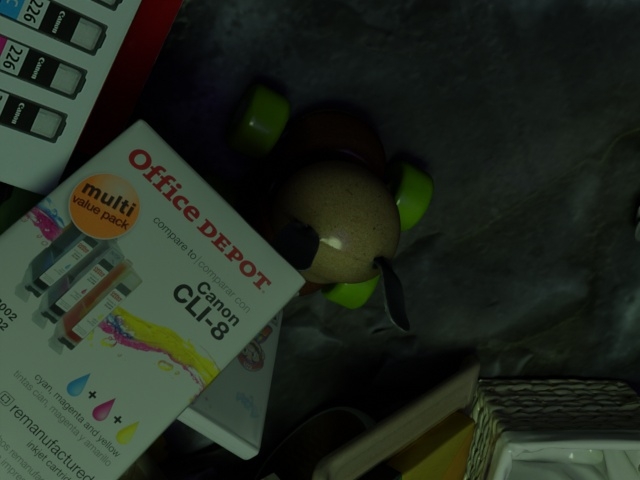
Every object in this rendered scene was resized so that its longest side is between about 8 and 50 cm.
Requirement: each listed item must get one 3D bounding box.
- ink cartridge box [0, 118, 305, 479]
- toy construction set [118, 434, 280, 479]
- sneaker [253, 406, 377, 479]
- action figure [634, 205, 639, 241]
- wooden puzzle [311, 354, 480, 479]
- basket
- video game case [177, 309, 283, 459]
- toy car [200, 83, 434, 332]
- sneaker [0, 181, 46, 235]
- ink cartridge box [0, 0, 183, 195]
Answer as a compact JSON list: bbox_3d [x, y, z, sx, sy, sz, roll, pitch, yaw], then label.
[{"bbox_3d":[-0.120,0.048,0.467,0.128,0.127,0.176,44,70,-1],"label":"ink cartridge box"},{"bbox_3d":[-0.136,0.186,0.646,0.237,0.257,0.308,-17,116,-32],"label":"toy construction set"},{"bbox_3d":[-0.006,0.275,0.773,0.123,0.106,0.290,11,110,-49],"label":"sneaker"},{"bbox_3d":[0.336,0.018,0.643,0.185,0.284,0.099,-5,163,33],"label":"action figure"},{"bbox_3d":[0.062,0.230,0.692,0.239,0.044,0.220,-25,129,-48],"label":"wooden puzzle"},{"bbox_3d":[0.213,0.193,0.750,0.167,0.103,0.113,3,115,-10],"label":"basket"},{"bbox_3d":[-0.096,0.062,0.612,0.157,0.143,0.019,39,125,-25],"label":"video game case"},{"bbox_3d":[0.000,0.000,0.572,0.155,0.188,0.149,25,109,-20],"label":"toy car"},{"bbox_3d":[-0.412,0.029,0.496,0.483,0.202,0.185,-18,102,-4],"label":"sneaker"},{"bbox_3d":[-0.149,-0.197,0.427,0.272,0.130,0.309,19,103,-37],"label":"ink cartridge box"}]
